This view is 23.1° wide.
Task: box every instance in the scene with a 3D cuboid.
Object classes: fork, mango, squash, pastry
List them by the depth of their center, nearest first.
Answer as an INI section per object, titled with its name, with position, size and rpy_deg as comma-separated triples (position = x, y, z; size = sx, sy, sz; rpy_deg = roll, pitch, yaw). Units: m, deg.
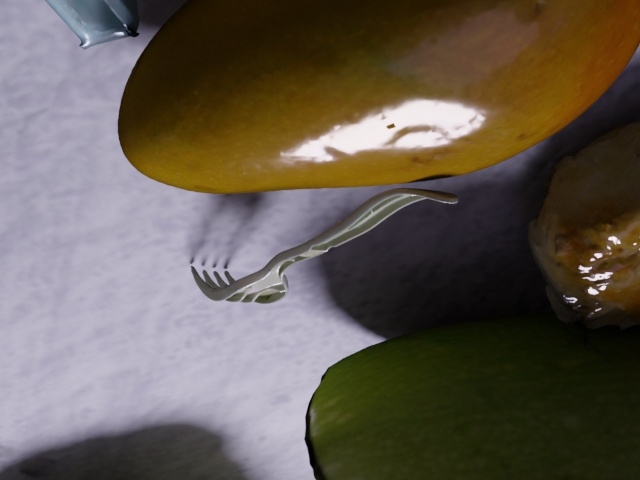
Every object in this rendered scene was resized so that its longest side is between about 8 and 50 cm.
[mango]
position = 0.030, -0.082, 0.676
size = 0.253, 0.113, 0.138
rpy_deg = -22, 146, 13
[fork]
position = 0.000, 0.006, 0.767
size = 0.034, 0.028, 0.219
rpy_deg = 13, 161, -31
[pastry]
position = 0.186, -0.009, 0.861
size = 0.153, 0.081, 0.153
rpy_deg = -13, 137, -13
[squash]
position = 0.137, 0.153, 0.921
size = 0.308, 0.234, 0.210
rpy_deg = -7, 140, -15

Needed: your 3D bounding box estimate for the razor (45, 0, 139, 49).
[razor]
position = -0.121, -0.129, 0.545
size = 0.111, 0.056, 0.278
rpy_deg = -14, 169, 9
